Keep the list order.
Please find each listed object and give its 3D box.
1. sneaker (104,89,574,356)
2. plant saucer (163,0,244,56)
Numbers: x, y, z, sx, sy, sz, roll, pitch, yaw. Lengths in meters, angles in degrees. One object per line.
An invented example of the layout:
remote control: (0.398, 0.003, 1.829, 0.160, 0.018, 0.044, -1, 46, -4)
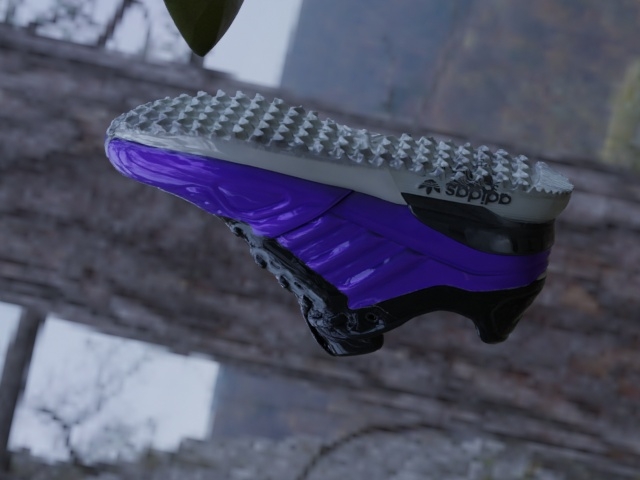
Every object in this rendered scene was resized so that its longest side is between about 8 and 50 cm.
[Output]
sneaker: (0.000, 0.000, 1.182, 0.102, 0.293, 0.146, -64, -14, -71)
plant saucer: (-0.081, -0.217, 0.989, 0.241, 0.037, 0.241, -16, -90, -84)
